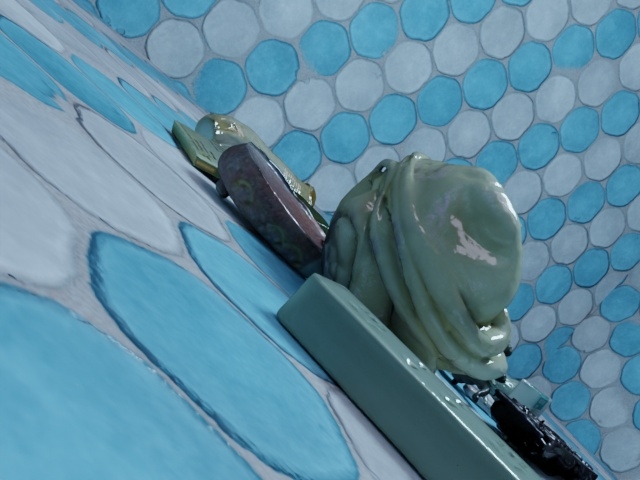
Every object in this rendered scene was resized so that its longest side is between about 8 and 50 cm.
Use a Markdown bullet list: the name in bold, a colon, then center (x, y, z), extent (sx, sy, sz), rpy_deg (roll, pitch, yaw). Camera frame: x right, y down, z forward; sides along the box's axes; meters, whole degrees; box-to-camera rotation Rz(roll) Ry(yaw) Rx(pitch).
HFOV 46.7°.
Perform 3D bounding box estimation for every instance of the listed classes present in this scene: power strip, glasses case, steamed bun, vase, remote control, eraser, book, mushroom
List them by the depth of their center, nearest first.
- **power strip**: center (0.112, 0.172, 0.621), extent (0.385, 0.062, 0.091), rpy_deg (44, 7, 27)
- **steamed bun**: center (0.106, 0.034, 0.929), extent (0.280, 0.207, 0.268), rpy_deg (-140, -136, -66)
- **book**: center (-0.117, -0.102, 1.277), extent (0.289, 0.026, 0.201), rpy_deg (29, 11, -31)
- **remote control**: center (0.396, 0.365, 1.304), extent (0.144, 0.062, 0.399), rpy_deg (47, 4, 39)
- **glasses case**: center (0.296, 0.295, 1.364), extent (0.083, 0.021, 0.032), rpy_deg (42, 2, -5)
- **eraser**: center (0.408, 0.335, 1.486), extent (0.052, 0.095, 0.225), rpy_deg (40, 3, 27)
- **mushroom**: center (-0.133, -0.160, 1.584), extent (0.351, 0.095, 0.123), rpy_deg (36, 24, -41)
- **vase**: center (0.363, 0.298, 1.621), extent (0.148, 0.081, 0.081), rpy_deg (39, 4, 4)

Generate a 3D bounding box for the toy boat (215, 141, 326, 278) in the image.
- **toy boat**: center (-0.072, -0.035, 1.066), extent (0.227, 0.085, 0.155), rpy_deg (53, 12, -5)

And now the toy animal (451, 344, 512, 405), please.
- **toy animal**: center (0.284, 0.224, 1.368), extent (0.137, 0.082, 0.269), rpy_deg (4, 20, -17)
